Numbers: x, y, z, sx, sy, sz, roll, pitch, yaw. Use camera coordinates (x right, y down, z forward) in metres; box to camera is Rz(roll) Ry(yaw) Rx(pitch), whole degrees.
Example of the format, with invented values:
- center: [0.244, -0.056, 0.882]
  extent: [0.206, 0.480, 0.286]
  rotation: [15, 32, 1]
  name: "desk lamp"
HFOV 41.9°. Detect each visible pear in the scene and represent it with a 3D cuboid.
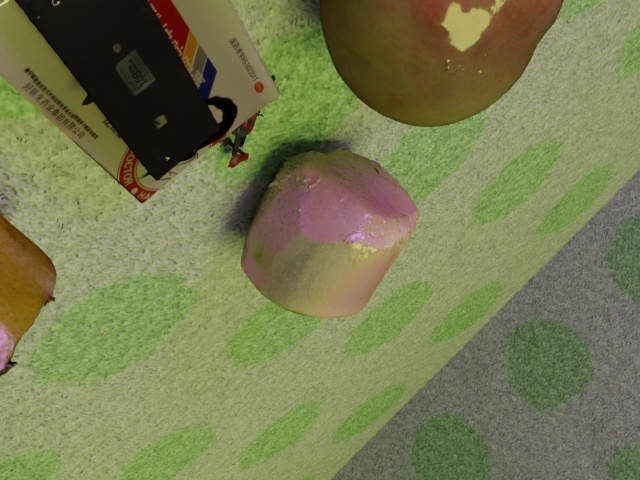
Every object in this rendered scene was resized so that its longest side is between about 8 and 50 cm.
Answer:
- center: [-0.404, 0.033, 0.801]
  extent: [0.267, 0.267, 0.178]
  rotation: [-32, 124, -16]
  name: "pear"

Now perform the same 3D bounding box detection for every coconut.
- center: [0.000, 0.000, 1.243]
  extent: [0.233, 0.233, 0.245]
  rotation: [-8, 140, -48]
  name: "coconut"

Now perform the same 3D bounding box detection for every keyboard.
- center: [-0.185, -0.162, 0.793]
  extent: [0.106, 0.027, 0.317]
  rotation: [-40, 155, -8]
  name: "keyboard"

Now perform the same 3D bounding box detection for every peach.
- center: [0.138, -0.268, 0.937]
  extent: [0.292, 0.247, 0.292]
  rotation: [-38, 178, -2]
  name: "peach"

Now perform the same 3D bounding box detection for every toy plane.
- center: [-0.100, -0.148, 1.064]
  extent: [0.060, 0.037, 0.145]
  rotation: [-31, 151, -41]
  name: "toy plane"

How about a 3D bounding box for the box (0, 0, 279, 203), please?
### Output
- center: [-0.186, -0.189, 0.849]
  extent: [0.214, 0.069, 0.353]
  rotation: [-38, 157, -2]
  name: "box"
